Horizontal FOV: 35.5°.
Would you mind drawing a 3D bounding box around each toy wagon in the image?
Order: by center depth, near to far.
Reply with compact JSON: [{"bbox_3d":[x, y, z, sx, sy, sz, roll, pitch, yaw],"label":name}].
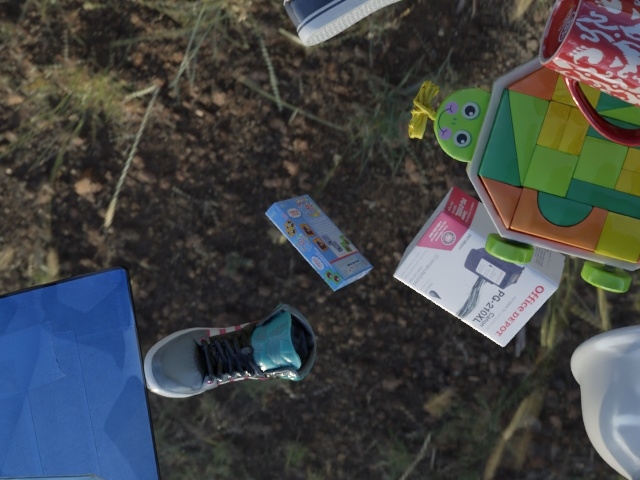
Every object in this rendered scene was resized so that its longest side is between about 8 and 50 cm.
[{"bbox_3d":[0.267,-0.098,1.120,0.344,0.068,0.267,15,104,-1],"label":"toy wagon"}]

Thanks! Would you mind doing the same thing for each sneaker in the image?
[{"bbox_3d":[-0.117,0.176,1.565,0.178,0.296,0.123,-22,80,44],"label":"sneaker"},{"bbox_3d":[0.087,-0.436,1.580,0.321,0.126,0.127,-27,84,-8],"label":"sneaker"}]

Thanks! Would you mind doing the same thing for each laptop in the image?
[{"bbox_3d":[-0.312,0.273,0.903,0.236,0.408,0.381,-4,108,6],"label":"laptop"}]

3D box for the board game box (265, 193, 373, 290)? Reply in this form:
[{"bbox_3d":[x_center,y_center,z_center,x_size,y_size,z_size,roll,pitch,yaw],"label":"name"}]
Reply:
[{"bbox_3d":[0.000,0.000,2.047,0.039,0.160,0.211,-45,79,23],"label":"board game box"}]

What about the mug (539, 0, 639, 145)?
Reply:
[{"bbox_3d":[0.298,-0.165,0.954,0.169,0.113,0.150,19,106,-8],"label":"mug"}]

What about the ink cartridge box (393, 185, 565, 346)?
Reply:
[{"bbox_3d":[0.277,0.047,1.741,0.237,0.100,0.172,33,126,-1],"label":"ink cartridge box"}]

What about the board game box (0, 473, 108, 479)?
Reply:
[{"bbox_3d":[-0.198,0.320,0.713,0.142,0.275,0.144,-9,152,25],"label":"board game box"}]

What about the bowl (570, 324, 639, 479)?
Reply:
[{"bbox_3d":[0.393,0.203,1.003,0.298,0.134,0.298,13,156,6],"label":"bowl"}]
